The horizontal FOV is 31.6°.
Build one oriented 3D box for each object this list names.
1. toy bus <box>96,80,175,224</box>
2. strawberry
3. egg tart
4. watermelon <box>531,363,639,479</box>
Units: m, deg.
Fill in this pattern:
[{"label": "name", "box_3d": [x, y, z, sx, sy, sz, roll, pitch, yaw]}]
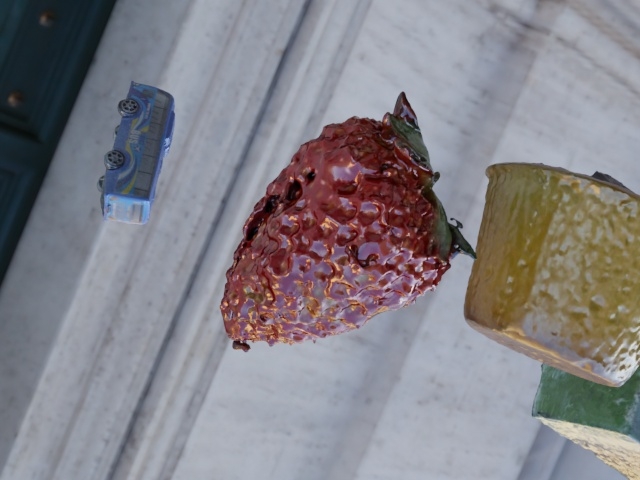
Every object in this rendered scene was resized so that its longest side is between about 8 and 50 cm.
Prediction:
[{"label": "toy bus", "box_3d": [-0.181, -0.087, 1.113, 0.061, 0.153, 0.051, 13, 143, -7]}, {"label": "strawberry", "box_3d": [-0.009, -0.011, 0.908, 0.228, 0.174, 0.098, -24, 155, 23]}, {"label": "egg tart", "box_3d": [0.224, 0.025, 0.994, 0.215, 0.170, 0.215, 24, 176, 2]}, {"label": "watermelon", "box_3d": [0.428, 0.163, 1.300, 0.302, 0.264, 0.151, 38, 159, 4]}]
